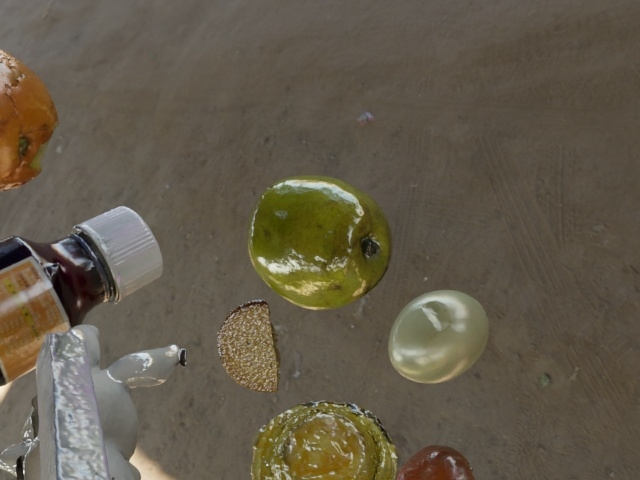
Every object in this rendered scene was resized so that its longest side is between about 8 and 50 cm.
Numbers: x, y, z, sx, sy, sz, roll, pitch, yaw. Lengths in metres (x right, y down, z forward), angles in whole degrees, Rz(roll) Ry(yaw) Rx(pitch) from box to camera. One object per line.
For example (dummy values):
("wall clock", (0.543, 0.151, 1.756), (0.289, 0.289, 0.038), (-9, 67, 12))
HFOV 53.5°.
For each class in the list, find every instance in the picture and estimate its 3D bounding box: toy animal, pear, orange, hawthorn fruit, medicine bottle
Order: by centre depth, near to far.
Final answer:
("toy animal", (-0.296, 0.266, 0.829), (0.154, 0.208, 0.325), (103, -179, -62))
("orange", (-0.547, -0.194, 1.019), (0.240, 0.240, 0.240), (-27, 45, 30))
("pear", (0.000, 0.000, 1.155), (0.307, 0.253, 0.253), (0, 62, 55))
("medicine bottle", (-0.493, 0.082, 1.170), (0.395, 0.243, 0.242), (-32, 27, -29))
("hawthorn fruit", (0.258, 0.611, 1.543), (0.251, 0.199, 0.199), (-24, 40, -4))

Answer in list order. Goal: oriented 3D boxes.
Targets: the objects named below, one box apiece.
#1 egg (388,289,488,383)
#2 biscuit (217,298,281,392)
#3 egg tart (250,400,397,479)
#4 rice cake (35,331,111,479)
("egg", (0.295, 0.239, 1.595), (0.269, 0.219, 0.219), (-31, 34, -17))
("biscuit", (-0.145, 0.214, 1.273), (0.126, 0.206, 0.025), (-3, 19, 5))
("egg tart", (0.010, 0.494, 1.429), (0.341, 0.132, 0.341), (0, 52, 0))
("rice cake", (-0.250, 0.204, 0.636), (0.365, 0.056, 0.073), (45, 115, 55))
